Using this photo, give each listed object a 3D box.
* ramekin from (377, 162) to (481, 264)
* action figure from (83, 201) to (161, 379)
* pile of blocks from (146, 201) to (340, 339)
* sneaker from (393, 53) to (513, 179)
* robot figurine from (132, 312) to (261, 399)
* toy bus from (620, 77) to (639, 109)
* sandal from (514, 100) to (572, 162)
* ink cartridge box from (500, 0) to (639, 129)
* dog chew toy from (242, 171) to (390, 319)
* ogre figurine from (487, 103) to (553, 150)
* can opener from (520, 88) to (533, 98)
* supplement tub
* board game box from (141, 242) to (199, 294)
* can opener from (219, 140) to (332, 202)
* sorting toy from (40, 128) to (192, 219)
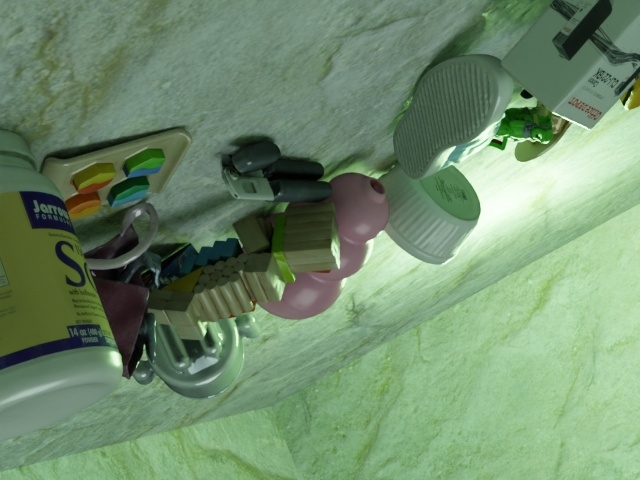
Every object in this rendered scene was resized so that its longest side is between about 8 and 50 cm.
[{"bbox_3d":[0.204,-0.068,2.126,0.207,0.207,0.109,-6,147,-50],"label":"ramekin"},{"bbox_3d":[-0.438,0.101,1.761,0.370,0.248,0.276,3,126,-7],"label":"action figure"},{"bbox_3d":[-0.123,0.057,1.939,0.362,0.149,0.112,-24,137,-4],"label":"pile of blocks"},{"bbox_3d":[0.236,-0.216,1.811,0.150,0.135,0.366,-27,176,-21],"label":"sneaker"},{"bbox_3d":[-0.270,0.237,2.484,0.300,0.200,0.353,-20,165,-6],"label":"robot figurine"},{"bbox_3d":[0.659,-0.345,1.949,0.333,0.130,0.108,-23,167,-1],"label":"toy bus"},{"bbox_3d":[0.440,-0.248,2.132,0.240,0.088,0.079,-37,130,22],"label":"sandal"},{"bbox_3d":[0.407,-0.300,1.602,0.273,0.114,0.197,-49,157,18],"label":"ink cartridge box"},{"bbox_3d":[0.000,0.000,2.073,0.206,0.206,0.332,-6,150,-49],"label":"dog chew toy"},{"bbox_3d":[0.340,-0.204,1.987,0.118,0.197,0.097,3,126,5],"label":"ogre figurine"},{"bbox_3d":[0.388,-0.294,1.900,0.059,0.073,0.186,-59,-175,-24],"label":"can opener"},{"bbox_3d":[-0.399,0.058,1.372,0.241,0.331,0.241,-21,166,-6],"label":"supplement tub"},{"bbox_3d":[-0.326,0.103,2.030,0.165,0.042,0.243,-31,-170,27],"label":"board game box"},{"bbox_3d":[-0.057,-0.107,1.822,0.095,0.076,0.283,-30,165,30],"label":"can opener"},{"bbox_3d":[-0.298,-0.084,1.609,0.208,0.038,0.193,-15,164,-28],"label":"sorting toy"}]
